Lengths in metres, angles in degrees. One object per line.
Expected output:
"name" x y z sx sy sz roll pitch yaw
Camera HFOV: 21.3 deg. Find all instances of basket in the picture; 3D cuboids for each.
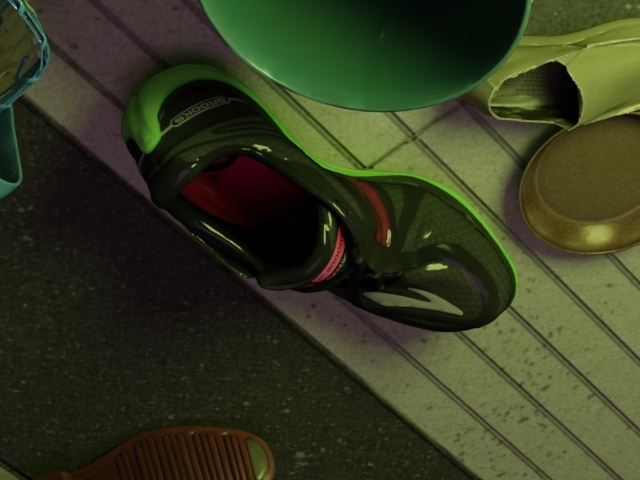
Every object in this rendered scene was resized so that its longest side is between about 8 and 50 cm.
"basket" -0.372 -0.184 1.516 0.201 0.289 0.255 -35 127 20

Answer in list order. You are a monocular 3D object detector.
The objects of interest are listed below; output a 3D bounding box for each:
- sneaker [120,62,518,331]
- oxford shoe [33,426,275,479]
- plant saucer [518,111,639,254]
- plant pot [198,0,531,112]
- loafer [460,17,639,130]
"sneaker" 0.000 0.000 1.778 0.482 0.202 0.185 25 123 -25
"oxford shoe" -0.222 0.316 2.089 0.348 0.123 0.130 -14 156 2
"plant saucer" 0.312 -0.070 1.874 0.198 0.036 0.199 -4 129 -5
"plant pot" 0.054 -0.299 1.492 0.293 0.235 0.293 9 139 8
"loafer" 0.270 -0.161 1.754 0.268 0.092 0.102 -7 130 -4
